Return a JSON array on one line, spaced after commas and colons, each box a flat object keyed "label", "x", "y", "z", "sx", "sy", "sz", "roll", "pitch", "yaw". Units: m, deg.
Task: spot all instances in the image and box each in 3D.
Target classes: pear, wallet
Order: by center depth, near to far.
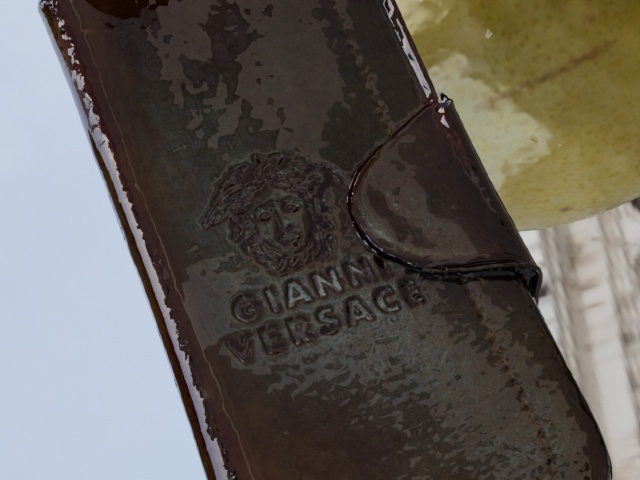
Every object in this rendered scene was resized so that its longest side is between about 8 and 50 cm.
[{"label": "wallet", "x": 0.000, "y": 0.000, "z": 0.448, "sx": 0.031, "sy": 0.137, "sz": 0.255, "roll": 98, "pitch": 151, "yaw": -68}, {"label": "pear", "x": 0.123, "y": -0.154, "z": 0.826, "sx": 0.314, "sy": 0.314, "sz": 0.314, "roll": 31, "pitch": -132, "yaw": -42}]
